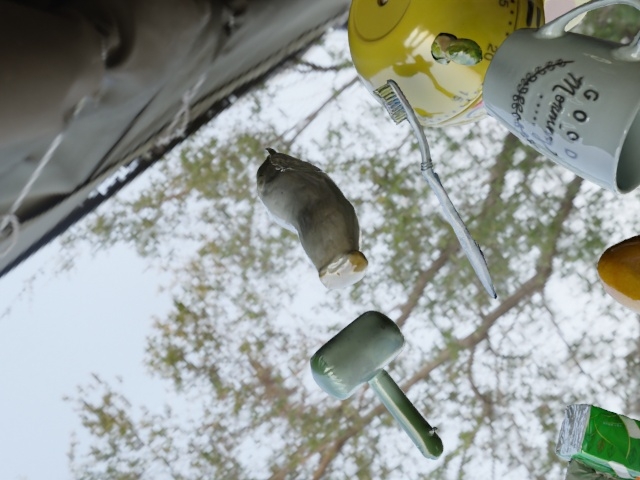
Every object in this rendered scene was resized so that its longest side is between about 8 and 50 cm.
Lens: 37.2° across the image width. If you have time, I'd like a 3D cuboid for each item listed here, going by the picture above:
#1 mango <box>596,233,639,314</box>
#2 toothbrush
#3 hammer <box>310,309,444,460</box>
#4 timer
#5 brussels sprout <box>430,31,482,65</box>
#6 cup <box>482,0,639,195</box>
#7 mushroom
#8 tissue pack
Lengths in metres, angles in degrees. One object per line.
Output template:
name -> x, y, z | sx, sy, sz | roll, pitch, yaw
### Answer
mango -> 0.417, 0.039, 1.032 | 0.227, 0.109, 0.147 | 8, -133, 13
toothbrush -> 0.195, -0.073, 1.513 | 0.413, 0.042, 0.035 | 59, -178, -19
hammer -> 0.144, 0.318, 1.961 | 0.206, 0.119, 0.335 | -39, -91, -19
timer -> 0.250, -0.354, 1.654 | 0.387, 0.376, 0.376 | 13, -137, -37
brussels sprout -> 0.190, -0.272, 1.348 | 0.051, 0.046, 0.083 | 2, -171, -33
cup -> 0.358, -0.224, 1.283 | 0.234, 0.258, 0.186 | 33, -138, 30
mushroom -> -0.013, -0.042, 1.393 | 0.097, 0.109, 0.351 | 35, -171, -32
tissue pack -> 0.563, 0.412, 1.788 | 0.209, 0.156, 0.148 | 18, 169, -1
